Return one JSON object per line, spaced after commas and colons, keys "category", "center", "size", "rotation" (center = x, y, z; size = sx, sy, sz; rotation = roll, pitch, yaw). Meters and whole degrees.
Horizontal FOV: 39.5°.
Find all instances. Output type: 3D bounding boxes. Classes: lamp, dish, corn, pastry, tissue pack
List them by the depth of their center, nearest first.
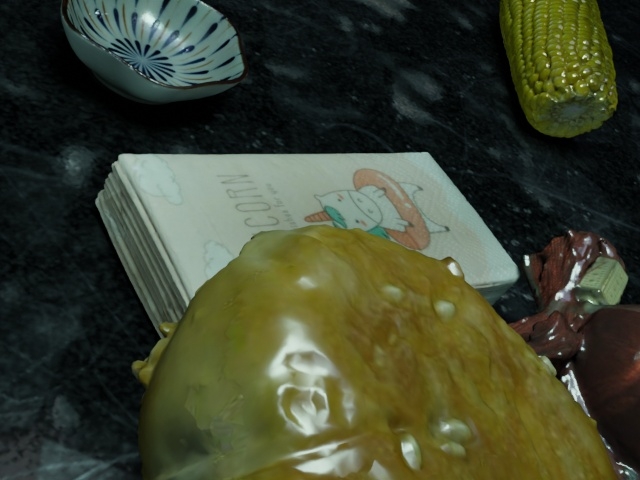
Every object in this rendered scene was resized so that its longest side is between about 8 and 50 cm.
{"category": "pastry", "center": [0.026, 0.154, 0.474], "size": [0.285, 0.184, 0.315], "rotation": [4, 53, -44]}
{"category": "lamp", "center": [0.244, 0.101, 0.686], "size": [0.223, 0.151, 0.215], "rotation": [51, 40, -1]}
{"category": "tissue pack", "center": [0.000, 0.000, 0.737], "size": [0.326, 0.071, 0.170], "rotation": [-4, 51, -38]}
{"category": "dish", "center": [-0.164, -0.180, 0.843], "size": [0.191, 0.066, 0.190], "rotation": [21, 38, -17]}
{"category": "corn", "center": [0.321, -0.270, 1.227], "size": [0.144, 0.144, 0.387], "rotation": [21, 42, -11]}
